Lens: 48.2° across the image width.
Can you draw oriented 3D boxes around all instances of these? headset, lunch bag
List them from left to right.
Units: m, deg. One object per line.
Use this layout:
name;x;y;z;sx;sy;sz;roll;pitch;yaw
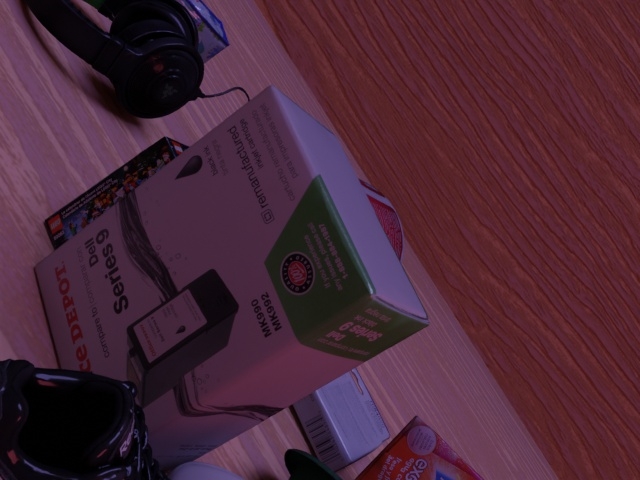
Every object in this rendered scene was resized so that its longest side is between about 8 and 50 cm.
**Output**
headset;-0.259;-0.252;1.063;0.394;0.185;0.243;30;23;-30
lunch bag;-0.257;-0.371;1.241;0.151;0.128;0.096;38;23;-47

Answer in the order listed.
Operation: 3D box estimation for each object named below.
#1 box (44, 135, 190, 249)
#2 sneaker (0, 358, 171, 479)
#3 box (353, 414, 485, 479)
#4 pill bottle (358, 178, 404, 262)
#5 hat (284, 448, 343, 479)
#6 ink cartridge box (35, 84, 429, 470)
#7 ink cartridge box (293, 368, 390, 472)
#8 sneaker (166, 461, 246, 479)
box;-0.159;-0.028;0.789;0.044;0.159;0.233;64;15;16
sneaker;-0.150;0.163;0.477;0.276;0.135;0.098;47;16;-39
box;0.118;0.313;0.852;0.128;0.122;0.257;42;-12;20
pill bottle;0.000;0.000;1.114;0.229;0.229;0.407;61;15;15
hat;-0.036;0.335;0.716;0.173;0.183;0.208;51;-25;3
ink cartridge box;-0.088;0.045;0.620;0.121;0.289;0.211;27;34;-58
ink cartridge box;0.010;0.218;1.058;0.223;0.045;0.224;62;14;16
sneaker;-0.043;0.257;0.601;0.212;0.094;0.080;38;58;6
